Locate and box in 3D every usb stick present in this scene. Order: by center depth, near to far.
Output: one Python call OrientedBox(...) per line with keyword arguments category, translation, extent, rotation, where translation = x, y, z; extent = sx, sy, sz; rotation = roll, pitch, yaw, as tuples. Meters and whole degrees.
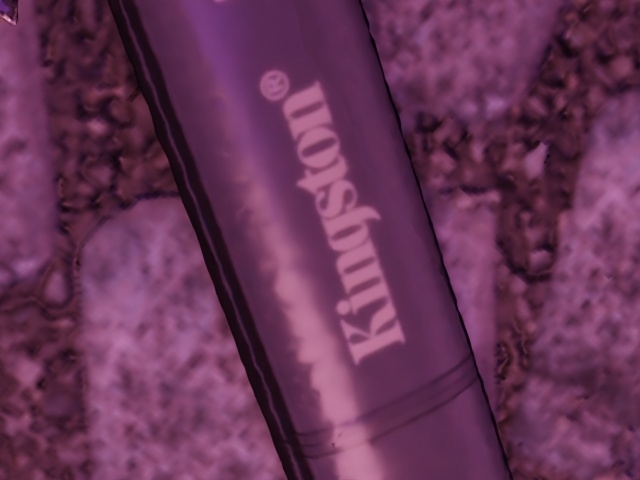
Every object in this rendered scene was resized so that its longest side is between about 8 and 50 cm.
OrientedBox(category="usb stick", translation=(0.000, 0.000, 0.460), extent=(0.077, 0.045, 0.278), rotation=(-21, 109, -6))

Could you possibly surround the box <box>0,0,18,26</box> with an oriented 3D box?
OrientedBox(category="box", translation=(-0.212, -0.212, 0.335), extent=(0.296, 0.073, 0.293), rotation=(4, 104, -14))
